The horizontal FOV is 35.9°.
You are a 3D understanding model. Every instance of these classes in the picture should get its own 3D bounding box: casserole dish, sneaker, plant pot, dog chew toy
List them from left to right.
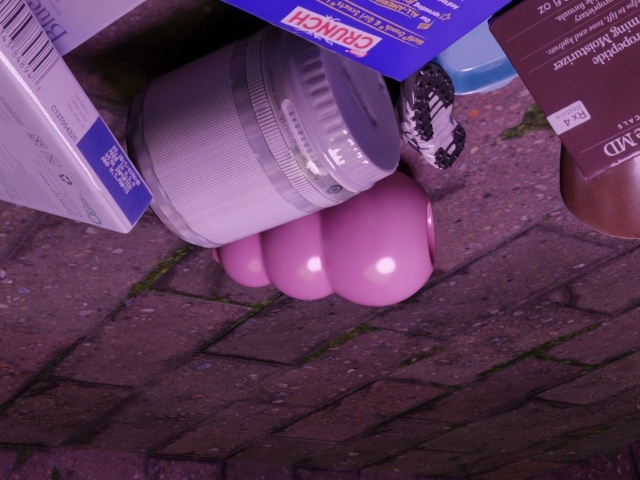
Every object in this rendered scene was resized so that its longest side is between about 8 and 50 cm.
[{"bbox_3d":[0.000,0.000,1.468,0.332,0.206,0.206,-4,155,13],"label":"dog chew toy"},{"bbox_3d":[0.116,-0.169,1.245,0.078,0.106,0.234,-52,156,-5],"label":"sneaker"},{"bbox_3d":[0.181,-0.241,1.195,0.114,0.037,0.188,-18,151,22],"label":"casserole dish"},{"bbox_3d":[0.401,-0.156,1.258,0.215,0.215,0.230,-13,139,12],"label":"plant pot"}]

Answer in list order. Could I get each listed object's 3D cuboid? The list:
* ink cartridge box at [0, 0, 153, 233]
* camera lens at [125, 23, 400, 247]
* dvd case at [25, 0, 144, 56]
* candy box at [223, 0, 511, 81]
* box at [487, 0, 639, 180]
[{"bbox_3d":[-0.380,-0.157,1.057,0.330,0.071,0.324,14,149,31],"label":"ink cartridge box"},{"bbox_3d":[-0.071,-0.125,1.160,0.274,0.219,0.219,-19,151,24],"label":"camera lens"},{"bbox_3d":[-0.235,-0.290,0.930,0.253,0.022,0.180,-24,122,31],"label":"dvd case"},{"bbox_3d":[0.083,-0.313,0.935,0.268,0.122,0.317,16,145,-39],"label":"candy box"},{"bbox_3d":[0.315,-0.210,1.046,0.168,0.167,0.203,-28,102,35],"label":"box"}]
